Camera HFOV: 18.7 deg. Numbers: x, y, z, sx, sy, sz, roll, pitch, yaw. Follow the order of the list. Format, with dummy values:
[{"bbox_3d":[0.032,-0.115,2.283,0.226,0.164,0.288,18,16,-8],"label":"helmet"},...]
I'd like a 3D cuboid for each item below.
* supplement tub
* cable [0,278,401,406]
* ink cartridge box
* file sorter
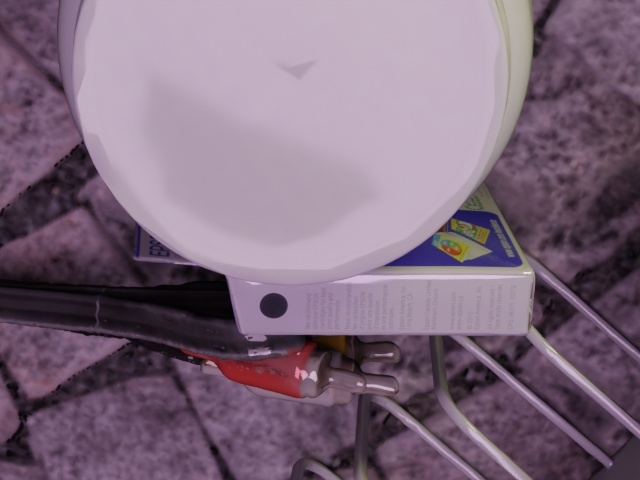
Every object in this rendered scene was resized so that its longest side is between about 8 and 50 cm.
[{"bbox_3d":[-0.011,-0.116,0.996,0.228,0.316,0.228,0,107,1],"label":"supplement tub"},{"bbox_3d":[-0.100,0.060,1.123,0.287,0.139,0.072,0,93,14],"label":"cable"},{"bbox_3d":[0.000,0.000,1.083,0.208,0.206,0.045,3,107,-5],"label":"ink cartridge box"},{"bbox_3d":[0.087,0.165,1.151,0.173,0.193,0.278,42,103,-8],"label":"file sorter"}]
